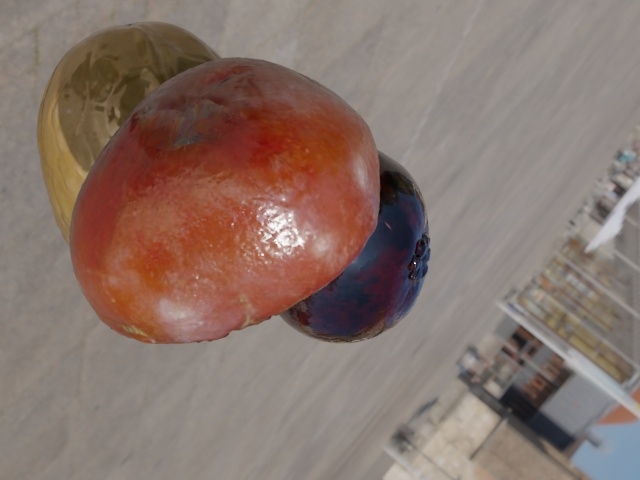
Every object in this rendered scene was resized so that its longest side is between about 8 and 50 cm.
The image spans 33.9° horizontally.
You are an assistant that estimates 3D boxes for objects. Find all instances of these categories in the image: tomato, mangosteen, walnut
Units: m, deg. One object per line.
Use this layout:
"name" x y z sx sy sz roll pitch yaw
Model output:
"tomato" -0.051 -0.034 0.477 0.155 0.155 0.069 -47 137 -18
"mangosteen" 0.000 0.000 0.653 0.140 0.140 0.140 -48 169 -13
"walnut" -0.125 -0.066 0.783 0.165 0.165 0.197 -16 101 -71
